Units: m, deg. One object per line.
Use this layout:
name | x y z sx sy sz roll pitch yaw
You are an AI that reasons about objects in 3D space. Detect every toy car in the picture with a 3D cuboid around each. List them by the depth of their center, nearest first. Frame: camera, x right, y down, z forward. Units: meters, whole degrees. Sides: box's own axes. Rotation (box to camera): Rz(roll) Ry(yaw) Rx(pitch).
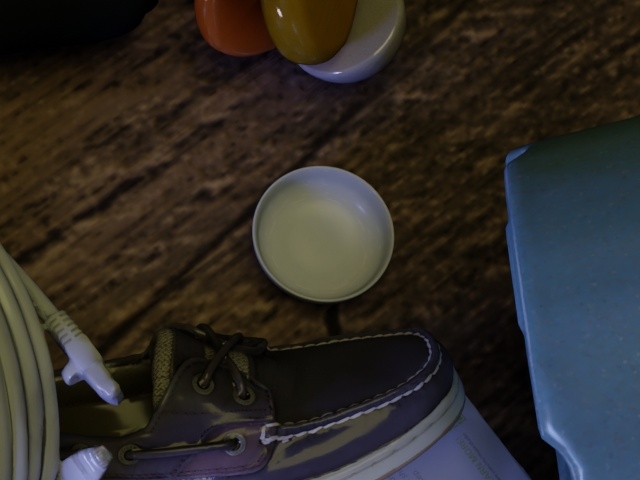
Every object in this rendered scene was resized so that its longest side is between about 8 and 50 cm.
toy car | -0.021 -0.188 0.961 0.136 0.159 0.182 4 65 31

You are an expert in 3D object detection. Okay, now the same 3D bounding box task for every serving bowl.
serving bowl | 0.000 0.000 0.944 0.083 0.027 0.083 3 70 -9

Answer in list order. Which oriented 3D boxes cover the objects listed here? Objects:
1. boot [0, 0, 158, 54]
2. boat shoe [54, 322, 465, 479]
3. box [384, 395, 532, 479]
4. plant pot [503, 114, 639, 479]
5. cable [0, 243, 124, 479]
boot | -0.224 -0.085 0.899 0.246 0.094 0.207 8 66 0
boat shoe | -0.069 0.090 0.832 0.285 0.103 0.092 -14 115 1
box | 0.007 0.243 0.832 0.322 0.058 0.232 -31 76 -23
plant pot | 0.267 0.053 0.748 0.334 0.341 0.341 -9 71 8
cable | -0.238 0.065 0.765 0.257 0.257 0.089 51 36 9
